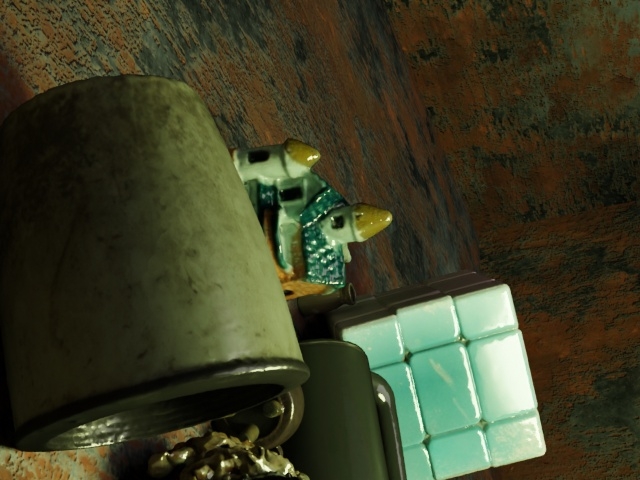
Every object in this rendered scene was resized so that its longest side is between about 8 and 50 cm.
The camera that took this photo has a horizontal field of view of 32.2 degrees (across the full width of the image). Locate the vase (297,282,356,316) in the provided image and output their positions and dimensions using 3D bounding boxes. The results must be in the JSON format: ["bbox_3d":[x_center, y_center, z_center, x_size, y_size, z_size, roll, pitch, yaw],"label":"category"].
[{"bbox_3d":[0.013,0.107,2.044,0.053,0.100,0.053,-11,90,-74],"label":"vase"}]

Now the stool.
[{"bbox_3d":[-0.102,0.206,1.559,0.121,0.125,0.217,19,51,-70],"label":"stool"}]

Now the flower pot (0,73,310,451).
[{"bbox_3d":[-0.186,0.022,1.123,0.293,0.293,0.330,31,44,-69],"label":"flower pot"}]

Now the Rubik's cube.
[{"bbox_3d":[0.198,0.250,2.049,0.319,0.315,0.322,-148,-135,-83],"label":"Rubik's cube"}]

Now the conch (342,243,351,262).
[{"bbox_3d":[0.011,0.007,2.106,0.234,0.114,0.137,-41,131,-78],"label":"conch"}]

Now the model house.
[{"bbox_3d":[-0.042,-0.027,1.635,0.184,0.291,0.253,52,30,-66],"label":"model house"}]

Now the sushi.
[{"bbox_3d":[-0.099,0.329,1.319,0.238,0.225,0.219,109,-22,-47],"label":"sushi"}]

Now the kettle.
[{"bbox_3d":[0.032,0.323,1.702,0.203,0.262,0.308,118,-29,-57],"label":"kettle"}]
